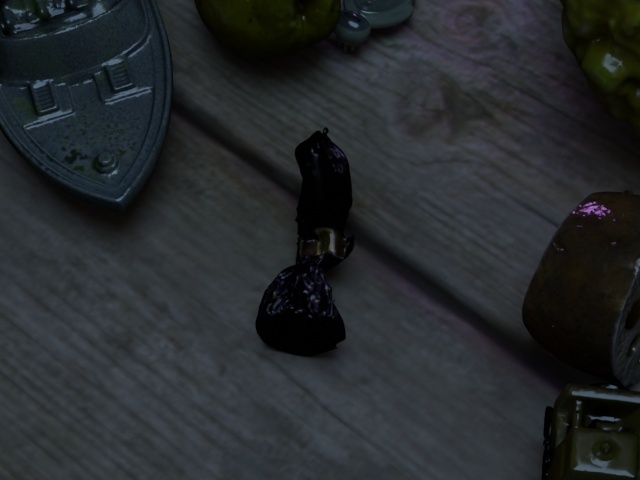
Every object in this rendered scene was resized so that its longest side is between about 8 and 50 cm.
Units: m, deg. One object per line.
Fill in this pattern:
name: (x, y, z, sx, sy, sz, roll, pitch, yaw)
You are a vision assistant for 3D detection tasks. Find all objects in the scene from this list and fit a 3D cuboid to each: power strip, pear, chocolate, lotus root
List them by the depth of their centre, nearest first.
lotus root: (0.191, 0.025, 1.091, 0.081, 0.112, 0.122, 28, 65, 23)
chocolate: (0.000, 0.002, 1.137, 0.070, 0.072, 0.147, 14, 67, 6)
pear: (-0.041, -0.188, 1.230, 0.107, 0.107, 0.131, -37, 44, -18)
power strip: (0.038, -0.171, 1.263, 0.055, 0.035, 0.083, 29, 51, 17)

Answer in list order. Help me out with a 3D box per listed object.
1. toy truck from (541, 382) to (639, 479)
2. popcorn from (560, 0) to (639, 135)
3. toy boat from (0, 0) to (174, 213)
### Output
toy truck: (0.263, 0.148, 1.013, 0.257, 0.127, 0.127, 9, 59, 3)
popcorn: (0.276, -0.187, 1.137, 0.259, 0.259, 0.212, -42, 24, -21)
toy boat: (-0.185, -0.152, 1.217, 0.141, 0.092, 0.319, -18, 62, -7)
